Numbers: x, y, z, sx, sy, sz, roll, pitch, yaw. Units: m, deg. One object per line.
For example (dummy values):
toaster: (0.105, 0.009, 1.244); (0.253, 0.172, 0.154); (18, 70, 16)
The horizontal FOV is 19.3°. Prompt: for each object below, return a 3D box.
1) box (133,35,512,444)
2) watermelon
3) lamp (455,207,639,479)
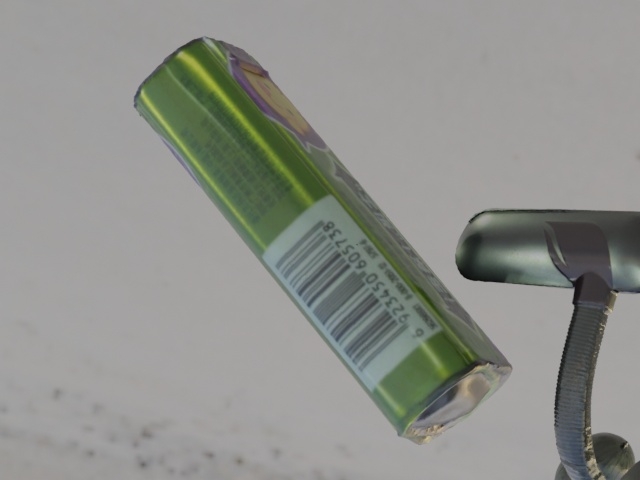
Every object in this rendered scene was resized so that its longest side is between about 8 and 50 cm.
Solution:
box: (0.000, 0.000, 1.450); (0.345, 0.097, 0.134); (50, -167, 17)
watermelon: (0.308, 0.260, 2.109); (0.078, 0.110, 0.078); (30, -159, -13)
lamp: (0.184, 0.116, 1.377); (0.124, 0.283, 0.203); (-33, -152, -25)
